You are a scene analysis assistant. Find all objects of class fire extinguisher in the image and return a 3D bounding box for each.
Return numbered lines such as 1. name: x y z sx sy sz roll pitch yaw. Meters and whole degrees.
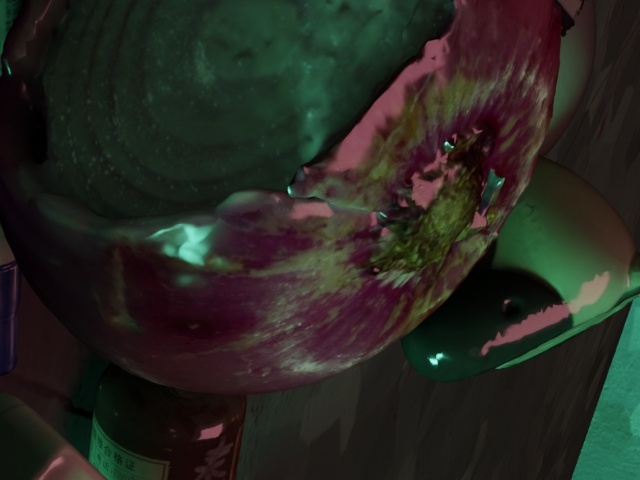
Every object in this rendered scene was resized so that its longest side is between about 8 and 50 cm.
1. fire extinguisher: -0.064 0.098 0.879 0.106 0.075 0.252 -18 130 -39

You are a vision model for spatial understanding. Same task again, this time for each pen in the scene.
1. pen: -0.122 -0.029 0.662 0.025 0.025 0.204 -50 155 -47

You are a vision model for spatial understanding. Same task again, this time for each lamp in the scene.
1. lamp: 0.050 -0.060 0.808 0.244 0.197 0.197 67 16 9

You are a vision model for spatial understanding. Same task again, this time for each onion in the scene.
1. onion: -0.008 -0.040 0.631 0.200 0.200 0.207 78 27 -61

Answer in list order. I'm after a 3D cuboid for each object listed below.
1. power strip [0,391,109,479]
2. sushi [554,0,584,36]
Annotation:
1. power strip: -0.101 0.164 0.774 0.098 0.058 0.338 -48 144 -11
2. sushi: 0.059 -0.260 0.754 0.294 0.059 0.292 63 35 -18
